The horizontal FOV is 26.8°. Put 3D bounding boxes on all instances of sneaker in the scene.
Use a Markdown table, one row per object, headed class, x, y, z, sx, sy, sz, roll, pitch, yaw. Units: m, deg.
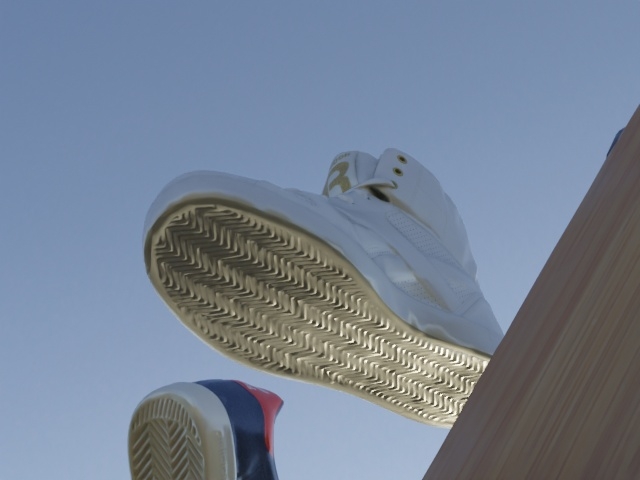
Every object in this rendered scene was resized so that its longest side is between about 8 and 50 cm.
| class | x | y | z | sx | sy | sz | roll | pitch | yaw |
| --- | --- | --- | --- | --- | --- | --- | --- | --- | --- |
| sneaker | -0.080 | 0.289 | 1.150 | 0.131 | 0.148 | 0.350 | 11 | -80 | 36 |
| sneaker | 0.000 | 0.000 | 0.853 | 0.108 | 0.169 | 0.292 | -38 | -48 | 25 |

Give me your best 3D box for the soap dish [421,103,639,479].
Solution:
| class | x | y | z | sx | sy | sz | roll | pitch | yaw |
| --- | --- | --- | --- | --- | --- | --- | --- | --- | --- |
| soap dish | 0.150 | 0.104 | 0.430 | 0.118 | 0.229 | 0.291 | 8 | -36 | 42 |
